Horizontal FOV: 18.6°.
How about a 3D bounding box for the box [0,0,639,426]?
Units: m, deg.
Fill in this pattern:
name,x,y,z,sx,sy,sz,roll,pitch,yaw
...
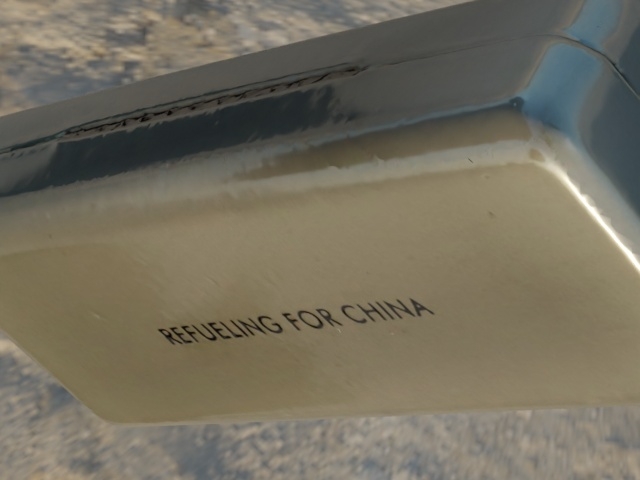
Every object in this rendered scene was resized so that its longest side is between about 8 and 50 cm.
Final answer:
name,x,y,z,sx,sy,sz,roll,pitch,yaw
box,0.000,0.000,0.504,0.243,0.055,0.103,-8,134,46
